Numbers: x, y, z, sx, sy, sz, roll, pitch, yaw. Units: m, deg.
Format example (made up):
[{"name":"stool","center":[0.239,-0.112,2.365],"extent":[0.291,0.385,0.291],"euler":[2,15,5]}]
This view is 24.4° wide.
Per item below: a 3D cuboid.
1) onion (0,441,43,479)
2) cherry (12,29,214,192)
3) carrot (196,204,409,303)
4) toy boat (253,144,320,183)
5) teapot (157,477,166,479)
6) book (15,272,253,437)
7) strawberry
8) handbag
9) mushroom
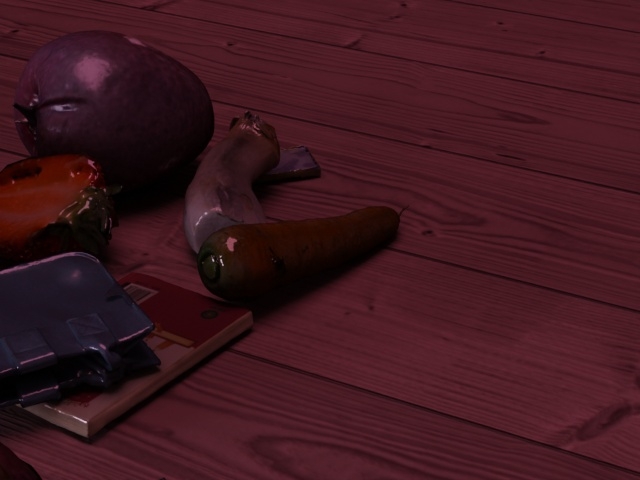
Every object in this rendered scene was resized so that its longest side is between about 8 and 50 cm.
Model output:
[{"name":"onion","center":[-0.268,0.238,0.964],"extent":[0.252,0.219,0.252],"euler":[31,36,-25]},{"name":"cherry","center":[-0.246,-0.145,1.680],"extent":[0.266,0.183,0.213],"euler":[5,25,-29]},{"name":"carrot","center":[0.000,0.000,1.520],"extent":[0.298,0.078,0.078],"euler":[-16,31,-43]},{"name":"toy boat","center":[-0.061,-0.086,1.737],"extent":[0.115,0.016,0.063],"euler":[-9,31,-14]},{"name":"teapot","center":[-0.123,0.229,1.122],"extent":[0.057,0.066,0.088],"euler":[-26,56,-6]},{"name":"book","center":[-0.196,0.100,1.390],"extent":[0.162,0.022,0.232],"euler":[16,33,33]},{"name":"strawberry","center":[-0.291,-0.023,1.555],"extent":[0.192,0.085,0.140],"euler":[-23,46,2]},{"name":"handbag","center":[-0.276,0.093,1.325],"extent":[0.229,0.062,0.179],"euler":[-16,32,-25]},{"name":"mushroom","center":[-0.097,-0.061,1.615],"extent":[0.092,0.081,0.223],"euler":[-8,32,11]}]
